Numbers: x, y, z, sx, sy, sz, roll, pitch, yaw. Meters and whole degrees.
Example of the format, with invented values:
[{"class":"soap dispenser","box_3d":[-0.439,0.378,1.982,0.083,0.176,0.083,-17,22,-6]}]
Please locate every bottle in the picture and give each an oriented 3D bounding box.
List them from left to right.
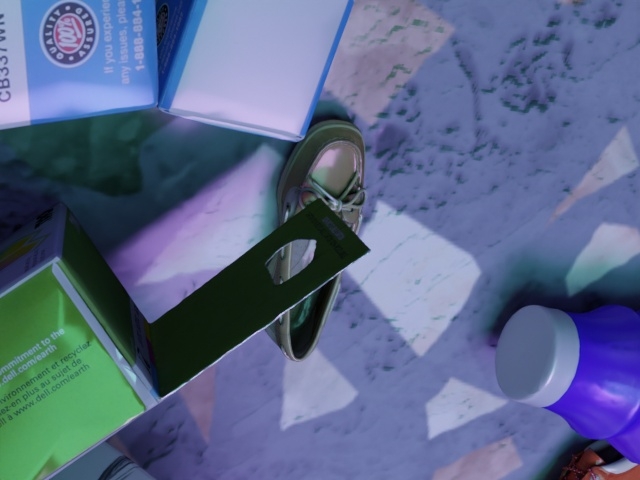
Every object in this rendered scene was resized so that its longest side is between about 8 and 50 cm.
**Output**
[{"class":"bottle","box_3d":[0.253,0.104,1.178,0.283,0.092,0.118,15,106,-30]}]

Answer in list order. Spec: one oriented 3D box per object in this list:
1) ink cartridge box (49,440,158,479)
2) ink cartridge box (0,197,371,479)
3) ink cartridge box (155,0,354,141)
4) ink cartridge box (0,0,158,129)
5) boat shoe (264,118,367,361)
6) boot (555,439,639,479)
[{"class":"ink cartridge box","box_3d":[-0.097,0.235,0.985,0.115,0.273,0.198,-41,129,-18]},{"class":"ink cartridge box","box_3d":[-0.115,0.028,0.903,0.255,0.189,0.097,-35,102,-1]},{"class":"ink cartridge box","box_3d":[-0.047,-0.155,0.829,0.082,0.191,0.140,9,115,-26]},{"class":"ink cartridge box","box_3d":[-0.229,-0.164,0.739,0.270,0.197,0.198,-10,122,-17]},{"class":"boat shoe","box_3d":[-0.002,0.000,1.031,0.056,0.048,0.153,7,116,-27]},{"class":"boot","box_3d":[0.181,0.193,1.228,0.158,0.059,0.085,-22,123,-20]}]
